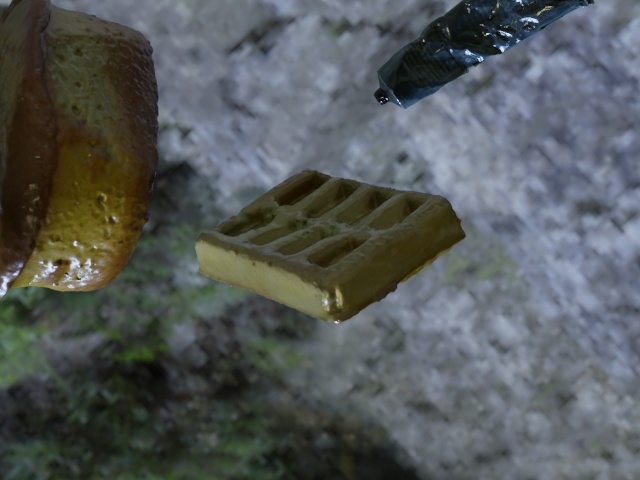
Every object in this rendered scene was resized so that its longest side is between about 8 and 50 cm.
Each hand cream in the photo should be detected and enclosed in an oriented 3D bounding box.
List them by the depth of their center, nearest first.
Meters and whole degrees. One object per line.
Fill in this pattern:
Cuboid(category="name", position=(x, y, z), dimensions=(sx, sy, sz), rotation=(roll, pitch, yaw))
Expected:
Cuboid(category="hand cream", position=(0.160, -0.213, 1.607), dimensions=(0.248, 0.075, 0.052), rotation=(-31, -170, 17))

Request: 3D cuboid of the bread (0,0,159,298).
Cuboid(category="bread", position=(-0.228, -0.074, 1.317), dimensions=(0.268, 0.145, 0.268), rotation=(-170, -90, -68))

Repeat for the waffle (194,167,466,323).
Cuboid(category="waffle", position=(0.000, 0.000, 1.539), dimensions=(0.168, 0.057, 0.274), rotation=(-31, -155, -25))
